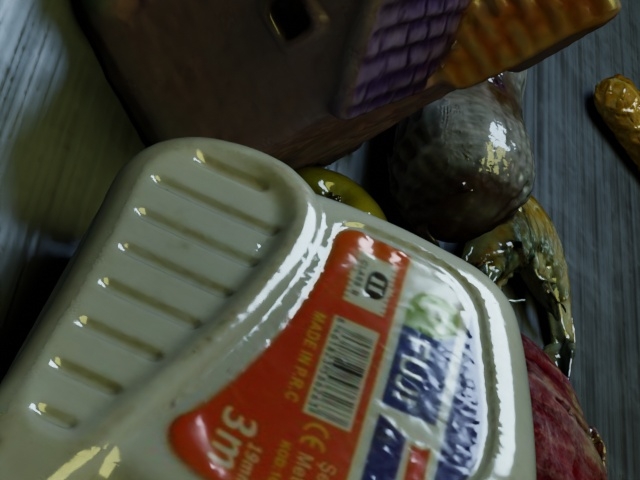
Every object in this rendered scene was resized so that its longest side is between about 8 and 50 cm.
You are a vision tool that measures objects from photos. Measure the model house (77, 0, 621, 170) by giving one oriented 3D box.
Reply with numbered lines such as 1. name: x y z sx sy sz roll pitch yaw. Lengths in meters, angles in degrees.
1. model house: 0.018 -0.170 0.831 0.237 0.237 0.202 -19 85 -56

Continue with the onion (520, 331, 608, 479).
1. onion: 0.078 0.125 0.817 0.283 0.120 0.227 27 43 -41

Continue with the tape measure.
1. tape measure: -0.035 0.087 0.638 0.265 0.130 0.258 25 39 -4

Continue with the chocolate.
1. chocolate: 0.103 -0.102 1.014 0.110 0.110 0.248 34 42 -36

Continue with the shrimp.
1. shrimp: 0.151 0.043 1.035 0.150 0.051 0.217 65 29 -9

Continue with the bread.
1. bread: 0.317 -0.097 1.349 0.157 0.044 0.052 48 31 -21

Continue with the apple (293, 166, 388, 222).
1. apple: 0.000 0.000 0.823 0.089 0.074 0.089 14 36 -10
